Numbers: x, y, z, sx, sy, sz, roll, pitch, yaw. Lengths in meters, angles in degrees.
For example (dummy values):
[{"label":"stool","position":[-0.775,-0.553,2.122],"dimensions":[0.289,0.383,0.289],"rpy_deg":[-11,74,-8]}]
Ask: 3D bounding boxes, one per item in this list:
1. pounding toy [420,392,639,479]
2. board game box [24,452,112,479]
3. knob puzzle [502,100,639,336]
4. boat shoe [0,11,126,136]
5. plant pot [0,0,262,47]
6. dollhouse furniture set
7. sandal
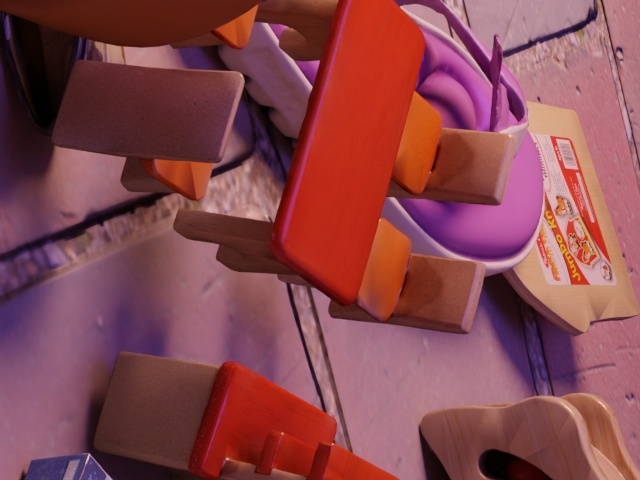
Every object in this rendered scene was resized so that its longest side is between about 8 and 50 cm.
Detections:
[{"label":"pounding toy","position":[0.166,0.225,1.209],"dimensions":[0.155,0.154,0.269],"rpy_deg":[5,57,-62]},{"label":"board game box","position":[-0.085,0.210,0.836],"dimensions":[0.201,0.035,0.136],"rpy_deg":[56,36,-38]},{"label":"knob puzzle","position":[0.153,-0.019,1.372],"dimensions":[0.213,0.030,0.213],"rpy_deg":[30,48,-40]},{"label":"boat shoe","position":[-0.124,-0.121,0.858],"dimensions":[0.049,0.056,0.152],"rpy_deg":[-26,104,-67]},{"label":"plant pot","position":[-0.125,-0.229,0.690],"dimensions":[0.203,0.291,0.291],"rpy_deg":[6,75,-45]},{"label":"dollhouse furniture set","position":[0.000,0.000,0.898],"dimensions":[0.262,0.135,0.259],"rpy_deg":[35,66,-54]},{"label":"sandal","position":[0.061,-0.092,1.141],"dimensions":[0.416,0.102,0.169],"rpy_deg":[33,53,-51]}]
